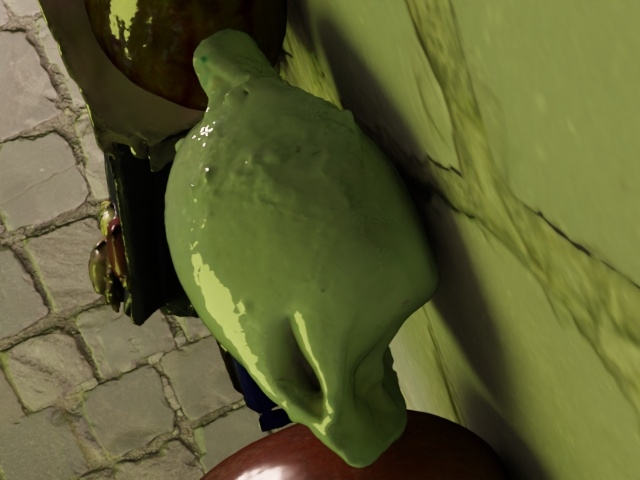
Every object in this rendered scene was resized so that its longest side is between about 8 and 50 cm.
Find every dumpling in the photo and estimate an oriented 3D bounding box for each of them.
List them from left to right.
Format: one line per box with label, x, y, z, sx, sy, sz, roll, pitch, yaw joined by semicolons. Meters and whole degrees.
dumpling;0.006;-0.005;0.503;0.108;0.152;0.219;-29;70;42

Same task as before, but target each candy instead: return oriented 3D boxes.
candy;-0.123;-0.170;0.698;0.185;0.137;0.195;-125;12;-58

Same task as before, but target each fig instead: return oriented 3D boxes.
fig;-0.065;-0.145;0.563;0.103;0.109;0.155;-104;26;-46

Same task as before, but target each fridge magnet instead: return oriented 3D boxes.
fridge magnet;-0.069;0.088;1.230;0.265;0.112;0.266;160;90;-82

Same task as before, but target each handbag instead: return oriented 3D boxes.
handbag;-0.187;-0.080;1.132;0.303;0.121;0.329;-145;53;-76

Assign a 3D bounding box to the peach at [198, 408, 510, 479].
peach;0.015;0.215;0.539;0.252;0.252;0.252;156;90;-83
